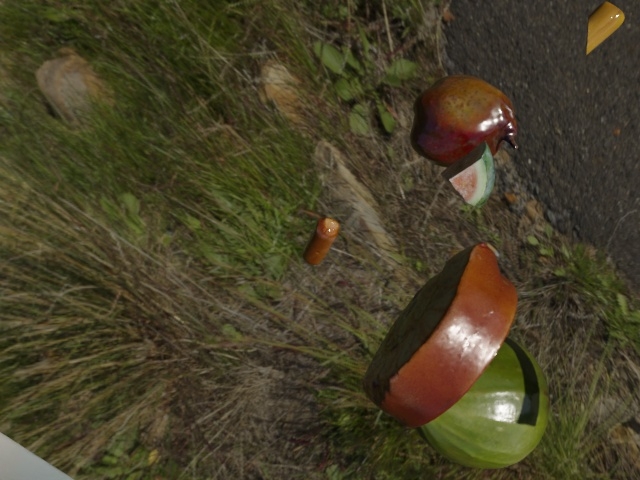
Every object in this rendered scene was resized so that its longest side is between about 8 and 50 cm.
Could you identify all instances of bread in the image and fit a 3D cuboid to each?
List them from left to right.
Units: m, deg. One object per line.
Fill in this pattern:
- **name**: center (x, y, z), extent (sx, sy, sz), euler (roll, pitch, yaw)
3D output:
- **bread**: center (0.194, 0.173, 0.967), extent (0.114, 0.327, 0.295), euler (35, 60, 1)
- **bread**: center (0.583, -0.450, 1.173), extent (0.103, 0.049, 0.062), euler (-42, 88, 17)

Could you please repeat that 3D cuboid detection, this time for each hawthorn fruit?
- **hawthorn fruit**: center (0.325, -0.249, 1.218), extent (0.248, 0.208, 0.207), euler (26, 97, 35)

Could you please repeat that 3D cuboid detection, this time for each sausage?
- **sausage**: center (0.000, 0.000, 0.913), extent (0.039, 0.131, 0.041), euler (24, 62, -2)

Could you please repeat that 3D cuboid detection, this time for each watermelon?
- **watermelon**: center (0.204, -0.092, 0.758), extent (0.072, 0.084, 0.092), euler (10, 92, -2)

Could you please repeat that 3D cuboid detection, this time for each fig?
- **fig**: center (0.321, 0.338, 1.199), extent (0.317, 0.316, 0.315), euler (-2, 86, 24)

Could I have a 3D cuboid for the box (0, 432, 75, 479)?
- **box**: center (-0.204, 0.249, 0.394), extent (0.155, 0.067, 0.242), euler (31, 127, 1)
